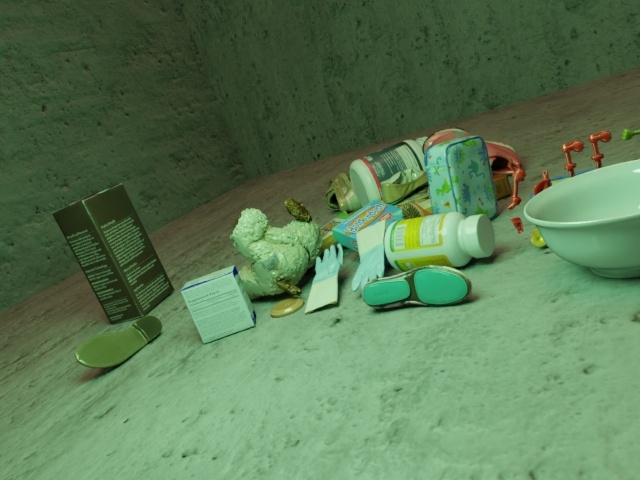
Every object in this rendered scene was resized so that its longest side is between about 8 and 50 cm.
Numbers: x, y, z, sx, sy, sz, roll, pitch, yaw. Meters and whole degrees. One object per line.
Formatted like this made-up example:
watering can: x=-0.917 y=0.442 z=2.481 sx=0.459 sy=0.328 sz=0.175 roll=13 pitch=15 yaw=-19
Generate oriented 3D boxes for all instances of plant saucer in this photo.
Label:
plant saucer: x=-0.078 y=0.152 z=1.332 sx=0.084 sy=0.013 sz=0.083 roll=-19 pitch=13 yaw=5

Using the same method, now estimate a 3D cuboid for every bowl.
bowl: x=0.501 y=-0.028 z=0.948 sx=0.298 sy=0.134 sz=0.298 roll=-20 pitch=14 yaw=5

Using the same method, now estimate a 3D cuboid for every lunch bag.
lunch bag: x=0.344 y=-0.138 z=1.408 sx=0.176 sy=0.218 sz=0.090 roll=-21 pitch=13 yaw=-34

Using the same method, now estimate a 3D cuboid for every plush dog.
plush dog: x=-0.077 y=0.029 z=1.436 sx=0.211 sy=0.262 sz=0.225 roll=23 pitch=45 yaw=27

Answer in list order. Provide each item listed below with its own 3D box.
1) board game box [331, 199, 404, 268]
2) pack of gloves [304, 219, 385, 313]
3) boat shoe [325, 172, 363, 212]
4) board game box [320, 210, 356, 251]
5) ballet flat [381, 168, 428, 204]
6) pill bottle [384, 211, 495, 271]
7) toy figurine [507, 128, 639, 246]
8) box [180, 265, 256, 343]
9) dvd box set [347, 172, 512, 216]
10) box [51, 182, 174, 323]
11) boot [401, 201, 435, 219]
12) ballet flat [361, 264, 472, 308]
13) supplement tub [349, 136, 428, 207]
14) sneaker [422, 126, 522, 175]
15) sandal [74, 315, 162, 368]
board game box: x=0.156 y=-0.022 z=1.435 sx=0.160 sy=0.047 sz=0.210 roll=-36 pitch=37 yaw=-27
pack of gloves: x=0.069 y=0.069 z=1.319 sx=0.195 sy=0.046 sz=0.232 roll=-26 pitch=28 yaw=24
boat shoe: x=0.069 y=-0.173 z=2.145 sx=0.110 sy=0.121 sz=0.341 roll=-21 pitch=15 yaw=-8
board game box: x=0.000 y=0.000 z=1.623 sx=0.260 sy=0.039 sz=0.124 roll=-34 pitch=15 yaw=1
ballet flat: x=0.263 y=-0.178 z=1.732 sx=0.080 sy=0.073 sz=0.232 roll=-6 pitch=18 yaw=45
pill bottle: x=0.251 y=0.002 z=1.223 sx=0.209 sy=0.117 sz=0.118 roll=-10 pitch=17 yaw=39
toy figurine: x=0.557 y=-0.131 z=1.185 sx=0.363 sy=0.191 sz=0.217 roll=-15 pitch=10 yaw=15
box: x=-0.229 y=0.144 z=1.315 sx=0.126 sy=0.137 sz=0.072 roll=-20 pitch=13 yaw=3
dvd box set: x=0.287 y=-0.099 z=1.677 sx=0.421 sy=0.062 sz=0.307 roll=-22 pitch=13 yaw=-8
box: x=-0.619 y=0.040 z=1.754 sx=0.143 sy=0.381 sz=0.191 roll=-15 pitch=15 yaw=22
boot: x=0.259 y=-0.036 z=1.346 sx=0.085 sy=0.158 sz=0.059 roll=-25 pitch=-26 yaw=-38
ballet flat: x=0.187 y=0.089 z=1.101 sx=0.222 sy=0.076 sz=0.079 roll=-12 pitch=-3 yaw=32
supplement tub: x=0.250 y=-0.216 z=1.903 sx=0.273 sy=0.191 sz=0.191 roll=-23 pitch=14 yaw=-9
sneaker: x=0.471 y=-0.265 z=1.766 sx=0.314 sy=0.115 sz=0.136 roll=8 pitch=24 yaw=-8
sandal: x=-0.495 y=0.265 z=1.415 sx=0.079 sy=0.088 sz=0.240 roll=-49 pitch=-13 yaw=35
